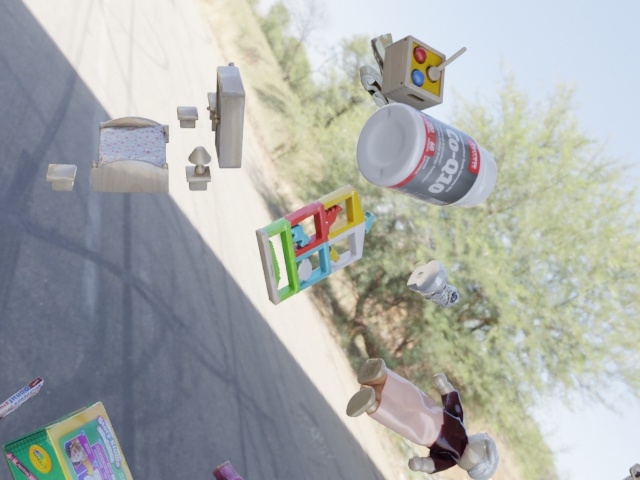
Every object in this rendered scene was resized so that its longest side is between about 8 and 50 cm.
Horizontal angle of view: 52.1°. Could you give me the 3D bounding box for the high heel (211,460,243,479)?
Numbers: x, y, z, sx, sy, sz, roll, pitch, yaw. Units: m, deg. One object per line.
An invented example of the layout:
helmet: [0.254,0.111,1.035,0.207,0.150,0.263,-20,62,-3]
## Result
high heel: [-0.292,0.668,1.662,0.244,0.082,0.117,-18,67,-50]

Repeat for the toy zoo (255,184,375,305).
toy zoo: [0.000,0.000,1.438,0.030,0.293,0.192,35,-36,43]

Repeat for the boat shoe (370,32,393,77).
boat shoe: [0.197,-0.455,1.738,0.068,0.072,0.190,-117,-175,-69]

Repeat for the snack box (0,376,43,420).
snack box: [-0.893,0.472,1.917,0.022,0.064,0.178,39,40,8]

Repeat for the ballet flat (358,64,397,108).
ballet flat: [0.147,-0.398,1.727,0.052,0.057,0.168,-26,72,-42]

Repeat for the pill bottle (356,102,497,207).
pill bottle: [0.221,-0.158,1.306,0.283,0.161,0.161,12,40,-43]

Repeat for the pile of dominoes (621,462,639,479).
pile of dominoes: [0.635,0.603,1.313,0.196,0.251,0.040,49,-17,-10]

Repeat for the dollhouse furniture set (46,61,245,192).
dollhouse furniture set: [-0.334,-0.248,1.276,0.303,0.355,0.174,-108,-158,-50]

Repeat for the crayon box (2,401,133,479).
crayon box: [-0.351,0.402,0.989,0.165,0.081,0.279,7,59,-82]

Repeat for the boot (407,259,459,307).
boot: [0.322,0.123,1.745,0.123,0.095,0.258,31,-3,-3]

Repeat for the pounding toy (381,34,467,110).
pounding toy: [0.213,-0.347,1.339,0.141,0.100,0.130,15,75,-36]

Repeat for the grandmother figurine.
grandmother figurine: [0.215,0.356,1.268,0.342,0.208,0.104,37,-27,-16]
